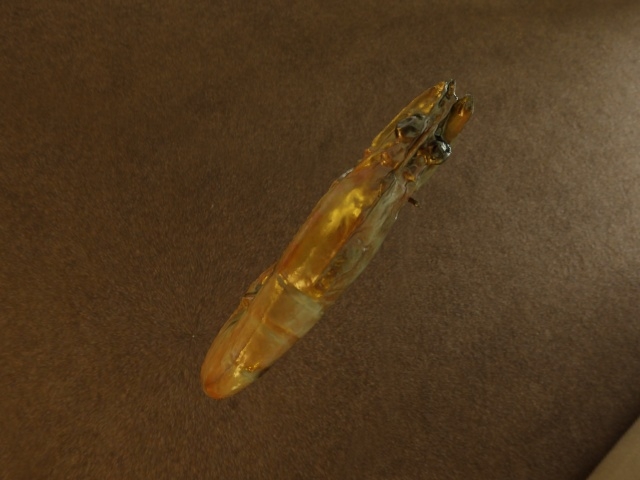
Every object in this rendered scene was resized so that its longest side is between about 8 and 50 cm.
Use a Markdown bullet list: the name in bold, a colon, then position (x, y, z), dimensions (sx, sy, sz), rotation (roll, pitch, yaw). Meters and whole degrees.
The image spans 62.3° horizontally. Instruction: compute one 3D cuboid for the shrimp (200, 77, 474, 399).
- **shrimp**: position (0.000, 0.000, 0.418), dimensions (0.058, 0.169, 0.296), rotation (38, 101, -14)
